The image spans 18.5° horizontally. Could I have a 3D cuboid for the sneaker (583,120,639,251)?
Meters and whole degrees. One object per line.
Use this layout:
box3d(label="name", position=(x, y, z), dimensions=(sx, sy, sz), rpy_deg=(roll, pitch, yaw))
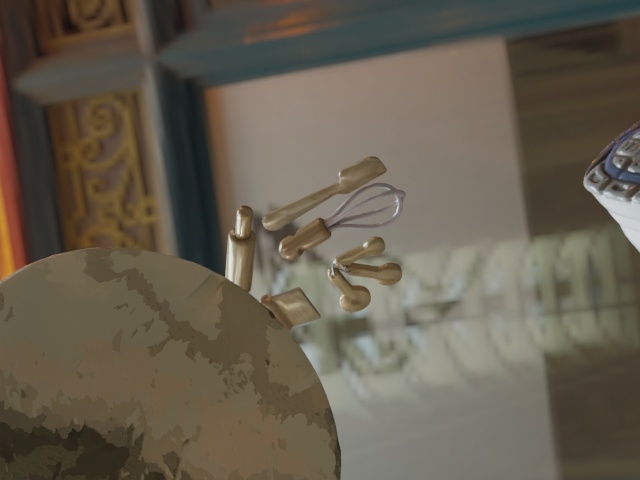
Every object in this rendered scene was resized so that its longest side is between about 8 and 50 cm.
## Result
box3d(label="sneaker", position=(0.304, 0.002, 1.299), dimensions=(0.111, 0.297, 0.129), rpy_deg=(-40, -59, -11))

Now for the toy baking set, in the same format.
box3d(label="toy baking set", position=(-0.007, 0.002, 2.103), dimensions=(0.256, 0.196, 0.030), rpy_deg=(91, 167, -47))

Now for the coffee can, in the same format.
box3d(label="coffee can", position=(-0.130, 0.149, 1.003), dimensions=(0.201, 0.275, 0.202), rpy_deg=(9, -118, -18))
